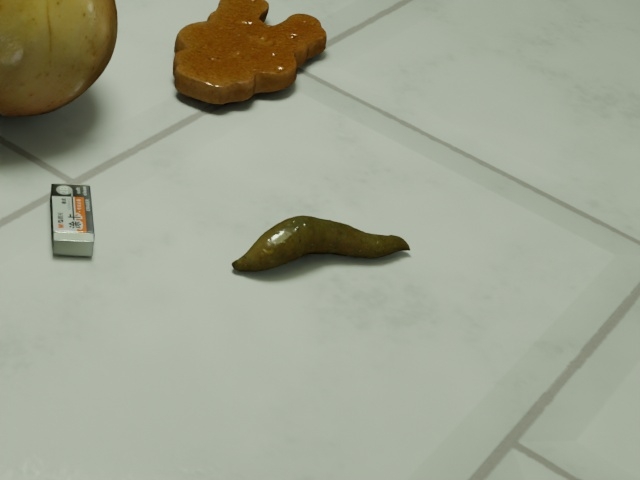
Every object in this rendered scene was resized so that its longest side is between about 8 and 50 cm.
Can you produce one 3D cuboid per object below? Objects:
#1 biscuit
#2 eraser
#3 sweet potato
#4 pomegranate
[{"bbox_3d":[-0.122,-0.294,2.049,0.202,0.047,0.334,20,35,12],"label":"biscuit"},{"bbox_3d":[-0.312,-0.027,1.642,0.052,0.029,0.122,2,37,-14],"label":"eraser"},{"bbox_3d":[0.001,-0.002,1.686,0.249,0.059,0.069,-4,59,-28],"label":"sweet potato"},{"bbox_3d":[-0.448,-0.295,1.754,0.338,0.338,0.338,8,36,-6],"label":"pomegranate"}]
